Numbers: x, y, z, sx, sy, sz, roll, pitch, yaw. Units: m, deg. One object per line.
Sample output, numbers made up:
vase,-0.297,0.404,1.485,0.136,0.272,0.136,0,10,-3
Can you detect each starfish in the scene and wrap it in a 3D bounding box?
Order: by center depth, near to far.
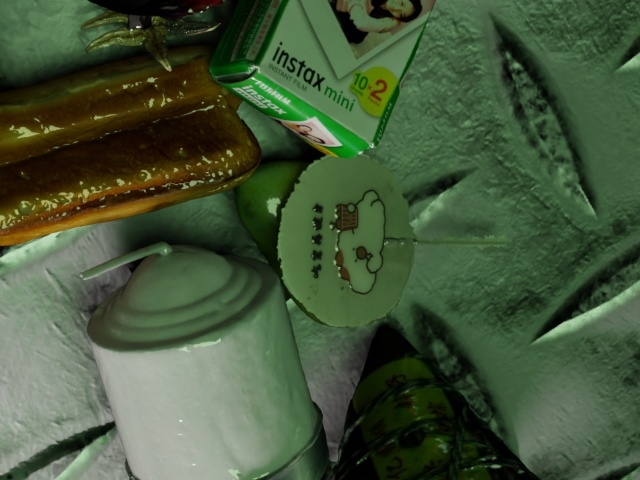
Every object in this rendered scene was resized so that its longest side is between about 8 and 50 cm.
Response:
starfish,-0.161,-0.225,1.703,0.133,0.041,0.130,16,63,8

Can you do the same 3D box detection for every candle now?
candle,-0.120,0.140,1.779,0.221,0.221,0.342,-19,115,-14

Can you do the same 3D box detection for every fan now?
fan,0.087,0.000,1.841,0.329,0.009,0.191,3,87,-37

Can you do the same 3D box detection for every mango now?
mango,0.006,-0.003,1.844,0.137,0.091,0.237,-41,120,-16

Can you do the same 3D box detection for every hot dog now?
hot dog,-0.230,-0.090,1.700,0.349,0.117,0.158,-18,89,-22

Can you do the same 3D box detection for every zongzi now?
zongzi,0.076,0.325,1.853,0.362,0.383,0.319,-24,112,-9

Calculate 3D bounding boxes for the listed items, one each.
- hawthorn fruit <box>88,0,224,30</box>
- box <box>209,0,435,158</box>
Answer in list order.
hawthorn fruit,-0.146,-0.347,1.525,0.316,0.316,0.316,-8,113,-19
box,0.013,-0.226,1.712,0.180,0.103,0.250,30,76,-29
